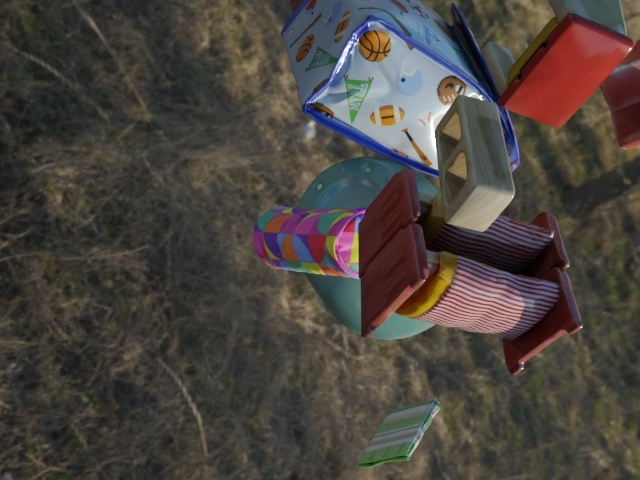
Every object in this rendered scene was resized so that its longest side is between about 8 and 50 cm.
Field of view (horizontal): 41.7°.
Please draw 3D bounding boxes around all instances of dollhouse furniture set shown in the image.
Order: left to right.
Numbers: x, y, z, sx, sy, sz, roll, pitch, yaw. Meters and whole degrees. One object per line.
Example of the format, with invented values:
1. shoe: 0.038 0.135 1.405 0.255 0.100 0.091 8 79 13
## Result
1. dollhouse furniture set: 0.200 -0.038 0.797 0.201 0.374 0.152 14 50 -19

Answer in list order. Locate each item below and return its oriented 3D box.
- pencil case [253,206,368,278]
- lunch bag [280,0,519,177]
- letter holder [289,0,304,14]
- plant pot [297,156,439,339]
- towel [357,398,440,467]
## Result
1. pencil case: 0.000 0.000 1.193 0.104 0.236 0.104 -3 95 -36
2. lunch bag: 0.158 -0.287 1.449 0.385 0.239 0.328 27 29 -25
3. letter holder: 0.026 -0.579 1.647 0.152 0.214 0.302 -1 68 -25
4. plant pot: 0.090 -0.007 1.421 0.235 0.293 0.293 47 36 -56
5. towel: 0.137 0.335 1.447 0.023 0.113 0.152 58 38 -10
